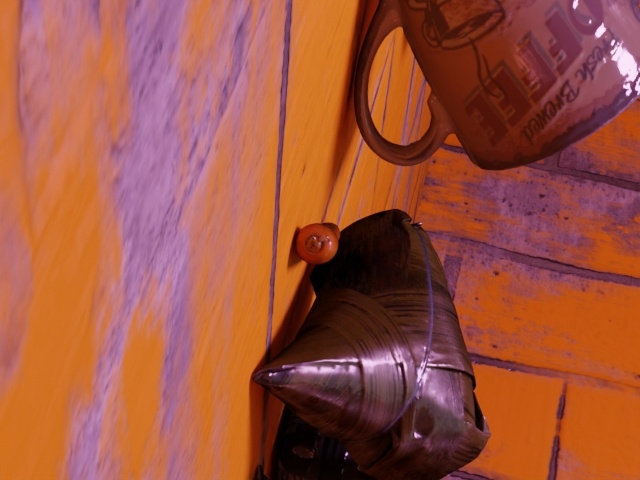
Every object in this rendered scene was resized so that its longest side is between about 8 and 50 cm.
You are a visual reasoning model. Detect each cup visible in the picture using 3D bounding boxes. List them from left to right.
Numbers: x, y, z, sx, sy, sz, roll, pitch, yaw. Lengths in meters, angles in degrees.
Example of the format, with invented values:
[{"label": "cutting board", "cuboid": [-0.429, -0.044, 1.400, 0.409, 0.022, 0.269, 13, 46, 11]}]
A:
[{"label": "cup", "cuboid": [0.147, -0.213, 1.412, 0.257, 0.301, 0.227, 53, 11, -17]}]

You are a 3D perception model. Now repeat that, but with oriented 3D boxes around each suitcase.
[{"label": "suitcase", "cuboid": [0.026, 0.231, 1.554, 0.312, 0.128, 0.202, 93, 11, -55]}]

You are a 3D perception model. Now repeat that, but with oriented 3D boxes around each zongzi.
[{"label": "zongzi", "cuboid": [0.020, 0.068, 1.316, 0.300, 0.138, 0.286, 27, 40, -45]}]

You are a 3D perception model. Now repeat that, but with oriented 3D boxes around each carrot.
[{"label": "carrot", "cuboid": [0.000, 0.000, 1.316, 0.190, 0.037, 0.037, -43, 145, -86]}]

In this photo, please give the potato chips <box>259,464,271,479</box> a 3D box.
[{"label": "potato chips", "cuboid": [-0.051, 0.295, 1.327, 0.228, 0.059, 0.167, 62, 34, -73]}]
